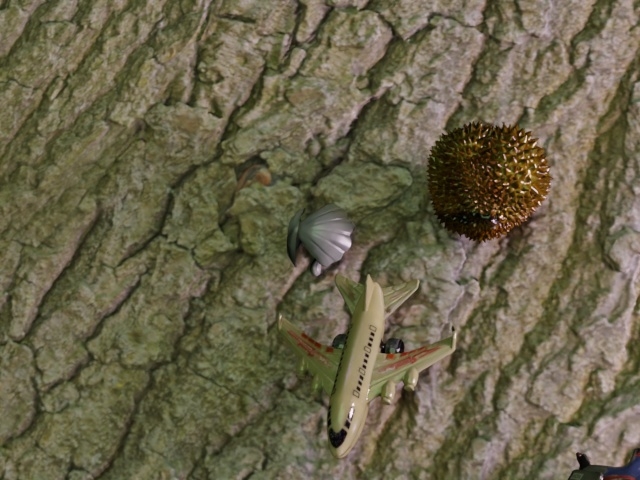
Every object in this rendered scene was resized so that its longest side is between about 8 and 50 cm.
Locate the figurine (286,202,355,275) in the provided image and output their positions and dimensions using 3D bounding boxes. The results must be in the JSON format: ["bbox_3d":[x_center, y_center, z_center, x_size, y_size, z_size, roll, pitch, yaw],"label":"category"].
[{"bbox_3d":[0.000,0.000,1.742,0.086,0.082,0.094,7,76,3],"label":"figurine"}]

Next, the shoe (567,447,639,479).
[{"bbox_3d":[0.298,0.291,1.470,0.227,0.099,0.125,-22,67,0],"label":"shoe"}]

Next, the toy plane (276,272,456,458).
[{"bbox_3d":[0.048,0.153,1.631,0.229,0.092,0.244,4,67,18],"label":"toy plane"}]

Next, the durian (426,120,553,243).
[{"bbox_3d":[0.211,-0.077,1.674,0.158,0.137,0.168,-21,48,31],"label":"durian"}]
